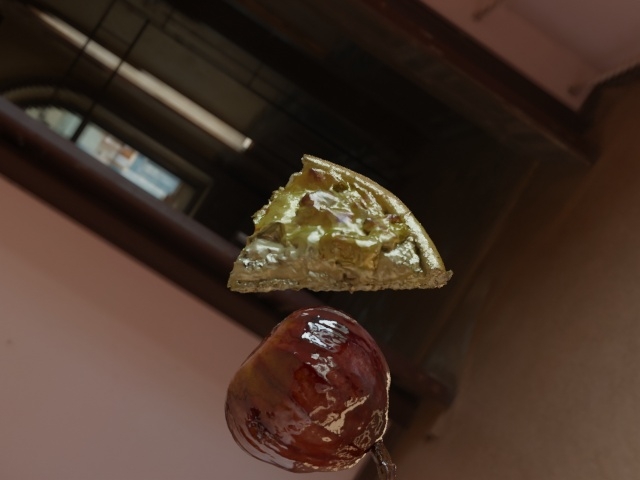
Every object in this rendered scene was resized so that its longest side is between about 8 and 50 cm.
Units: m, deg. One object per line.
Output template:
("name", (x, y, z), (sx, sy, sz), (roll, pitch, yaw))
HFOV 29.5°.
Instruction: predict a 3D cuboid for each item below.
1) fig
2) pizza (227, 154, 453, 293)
("fig", (0.001, 0.113, 0.861), (0.128, 0.150, 0.128), (-31, -46, -39))
("pizza", (0.000, 0.000, 0.635), (0.108, 0.123, 0.026), (-28, -42, -26))
